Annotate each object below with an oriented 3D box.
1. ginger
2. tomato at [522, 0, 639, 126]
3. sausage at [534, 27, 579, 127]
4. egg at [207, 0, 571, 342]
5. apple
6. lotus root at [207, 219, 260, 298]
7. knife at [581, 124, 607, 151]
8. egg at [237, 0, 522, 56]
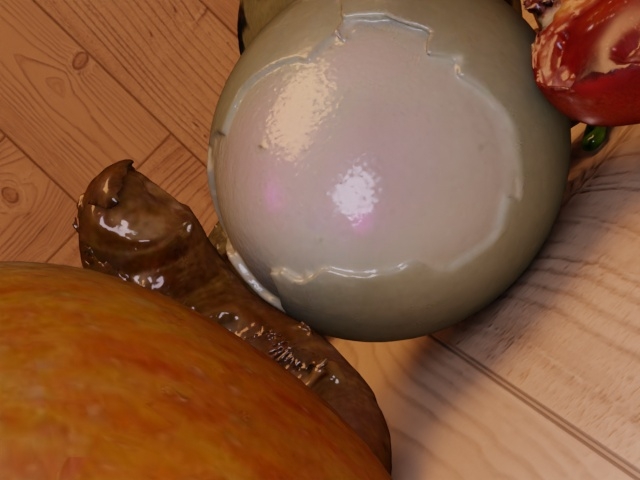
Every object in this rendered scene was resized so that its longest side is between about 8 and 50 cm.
[{"bbox_3d":[-0.056,0.077,1.052,0.107,0.309,0.133,-40,-15,-18],"label":"ginger"},{"bbox_3d":[0.255,-0.164,1.104,0.200,0.139,0.233,-27,40,32],"label":"tomato"},{"bbox_3d":[0.139,-0.076,1.399,0.270,0.109,0.109,-51,4,30],"label":"sausage"},{"bbox_3d":[0.051,-0.063,1.180,0.278,0.278,0.336,-43,9,24],"label":"egg"},{"bbox_3d":[-0.143,0.195,0.639,0.400,0.333,0.400,-46,6,6],"label":"apple"},{"bbox_3d":[0.000,0.000,1.624,0.309,0.173,0.173,-38,10,24],"label":"lotus root"},{"bbox_3d":[0.261,-0.128,1.391,0.054,0.015,0.212,-40,8,28],"label":"knife"},{"bbox_3d":[0.070,-0.262,1.898,0.345,0.345,0.428,-46,3,-1],"label":"egg"}]
